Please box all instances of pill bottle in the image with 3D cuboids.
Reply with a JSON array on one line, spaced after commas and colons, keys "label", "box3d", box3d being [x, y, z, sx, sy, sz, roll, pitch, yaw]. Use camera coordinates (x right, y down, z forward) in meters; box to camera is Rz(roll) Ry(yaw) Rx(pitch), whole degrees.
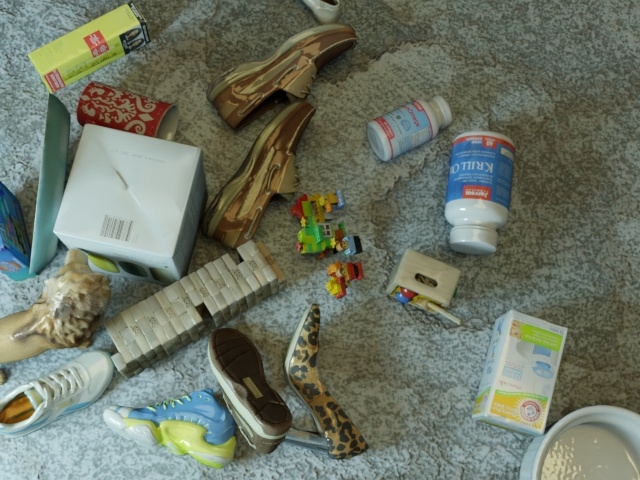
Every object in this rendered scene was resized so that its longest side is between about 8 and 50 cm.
[{"label": "pill bottle", "box3d": [0.179, -0.229, 1.602, 0.160, 0.087, 0.087, -27, 78, -11]}, {"label": "pill bottle", "box3d": [0.307, -0.090, 1.555, 0.124, 0.124, 0.222, 9, 74, -2]}]

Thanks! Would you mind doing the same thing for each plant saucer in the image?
[{"label": "plant saucer", "box3d": [-0.474, -0.098, 1.406, 0.043, 0.317, 0.318, 6, 73, -20]}]

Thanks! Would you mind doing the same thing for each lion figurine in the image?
[{"label": "lion figurine", "box3d": [-0.528, 0.164, 1.355, 0.392, 0.240, 0.142, -29, 84, -10]}]

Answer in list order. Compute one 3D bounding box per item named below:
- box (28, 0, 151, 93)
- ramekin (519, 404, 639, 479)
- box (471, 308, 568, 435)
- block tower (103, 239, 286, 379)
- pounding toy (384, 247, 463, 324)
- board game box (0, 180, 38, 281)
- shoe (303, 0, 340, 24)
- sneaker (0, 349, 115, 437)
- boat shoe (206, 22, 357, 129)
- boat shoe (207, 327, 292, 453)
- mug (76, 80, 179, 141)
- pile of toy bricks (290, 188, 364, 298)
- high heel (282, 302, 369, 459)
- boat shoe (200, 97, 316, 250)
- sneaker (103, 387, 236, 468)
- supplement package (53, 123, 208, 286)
[{"label": "box", "box3d": [-0.457, -0.385, 1.597, 0.232, 0.087, 0.058, -31, 79, -13]}, {"label": "ramekin", "box3d": [0.490, 0.437, 1.419, 0.277, 0.135, 0.277, 1, 75, -4]}, {"label": "box", "box3d": [0.366, 0.247, 1.477, 0.114, 0.103, 0.203, 19, 74, 1]}, {"label": "block tower", "box3d": [-0.229, 0.119, 1.449, 0.335, 0.091, 0.097, -31, 72, -12]}, {"label": "pounding toy", "box3d": [0.200, 0.095, 1.492, 0.141, 0.130, 0.100, 23, 74, 2]}, {"label": "board game box", "box3d": [-0.570, -0.027, 1.424, 0.047, 0.210, 0.160, -17, 76, -8]}, {"label": "shoe", "box3d": [-0.034, -0.548, 1.688, 0.076, 0.058, 0.219, -41, 81, -14]}, {"label": "sneaker", "box3d": [-0.468, 0.271, 1.411, 0.228, 0.092, 0.087, -33, 78, -14]}, {"label": "boat shoe", "box3d": [-0.064, -0.323, 1.601, 0.324, 0.123, 0.116, -28, 82, -2]}, {"label": "boat shoe", "box3d": [-0.140, 0.268, 1.418, 0.095, 0.095, 0.257, -5, 39, -28]}, {"label": "mug", "box3d": [-0.379, -0.231, 1.537, 0.169, 0.113, 0.150, 21, 30, 6]}, {"label": "pile of toy bricks", "box3d": [0.000, 0.000, 1.502, 0.105, 0.118, 0.212, -4, 73, -26]}, {"label": "high heel", "box3d": [0.021, 0.258, 1.456, 0.186, 0.093, 0.261, 15, 81, -3]}, {"label": "boat shoe", "box3d": [-0.099, -0.119, 1.543, 0.120, 0.122, 0.324, 34, 83, 0]}, {"label": "sneaker", "box3d": [-0.257, 0.314, 1.428, 0.240, 0.091, 0.126, 22, 62, -6]}, {"label": "supplement package", "box3d": [-0.322, -0.050, 1.421, 0.199, 0.263, 0.198, 12, 74, -2]}]
